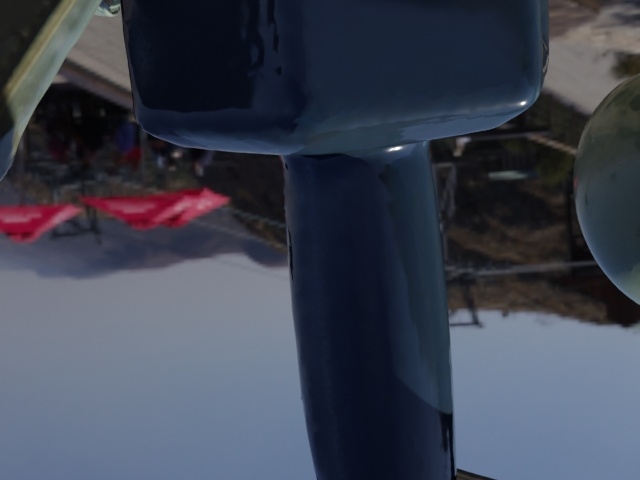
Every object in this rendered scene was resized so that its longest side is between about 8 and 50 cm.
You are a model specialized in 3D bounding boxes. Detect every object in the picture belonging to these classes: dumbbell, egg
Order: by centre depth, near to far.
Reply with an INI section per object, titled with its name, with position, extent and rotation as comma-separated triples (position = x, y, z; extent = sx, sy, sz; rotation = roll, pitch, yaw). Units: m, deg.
[dumbbell]
position = 0.020, 0.037, 0.412
extent = 0.160, 0.325, 0.144
rotation = -11, -163, -16
[egg]
position = 0.347, -0.040, 1.023
extent = 0.203, 0.203, 0.283
rotation = -4, 135, 25

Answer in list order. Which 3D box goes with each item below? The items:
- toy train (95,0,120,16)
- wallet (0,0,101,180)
[toy train]
position = -0.200, -0.229, 0.824
extent = 0.048, 0.055, 0.252
rotation = 2, 167, 3
[wallet]
position = -0.292, -0.208, 0.638
extent = 0.360, 0.252, 0.083
rotation = 27, 171, 5
